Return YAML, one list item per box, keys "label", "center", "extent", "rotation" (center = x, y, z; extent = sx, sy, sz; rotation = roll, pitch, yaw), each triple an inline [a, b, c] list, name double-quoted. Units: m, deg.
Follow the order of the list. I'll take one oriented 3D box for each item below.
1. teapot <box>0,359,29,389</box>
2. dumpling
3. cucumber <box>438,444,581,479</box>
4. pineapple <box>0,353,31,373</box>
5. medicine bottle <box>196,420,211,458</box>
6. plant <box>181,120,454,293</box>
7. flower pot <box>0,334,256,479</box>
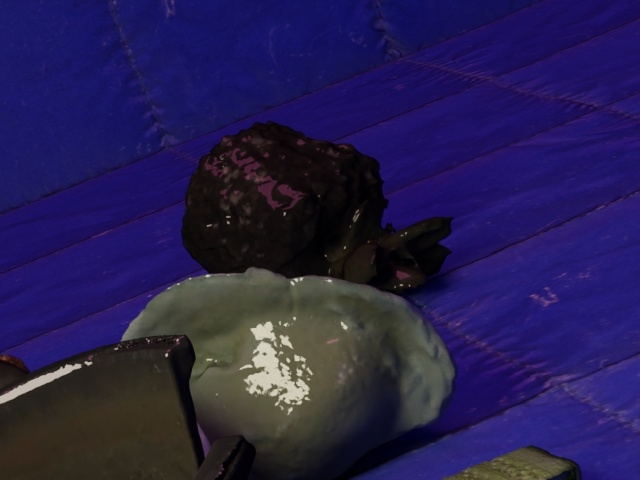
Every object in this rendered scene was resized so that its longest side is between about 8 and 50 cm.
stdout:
- label: "teapot"
  center: [-0.331, 0.192, 1.970]
  extent: [0.239, 0.239, 0.321]
  rotation: [-12, 26, 27]
- label: "dumpling"
  center: [-0.040, 0.149, 1.930]
  extent: [0.320, 0.212, 0.270]
  rotation: [-31, -21, -2]
- label: "cucumber"
  center: [0.154, 0.221, 1.652]
  extent: [0.116, 0.062, 0.115]
  rotation: [-17, 14, -20]
- label: "pineapple"
  center: [-0.436, 0.230, 2.303]
  extent: [0.125, 0.125, 0.251]
  rotation: [-3, 27, 48]
- label: "medicine bottle"
  center: [-0.281, 0.276, 1.704]
  extent: [0.219, 0.219, 0.388]
  rotation: [-4, 21, 47]
- label: "plant"
  center: [0.000, 0.000, 2.417]
  extent: [0.312, 0.213, 0.215]
  rotation: [30, 39, 22]
- label: "flower pot"
  center: [-0.172, 0.278, 1.424]
  extent: [0.379, 0.251, 0.379]
  rotation: [-22, 26, 11]
